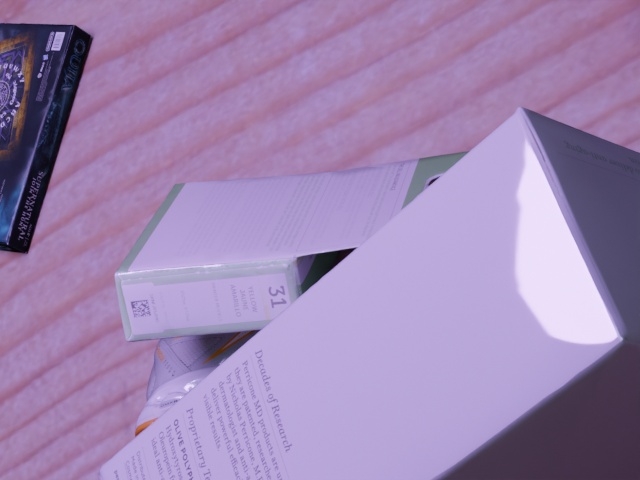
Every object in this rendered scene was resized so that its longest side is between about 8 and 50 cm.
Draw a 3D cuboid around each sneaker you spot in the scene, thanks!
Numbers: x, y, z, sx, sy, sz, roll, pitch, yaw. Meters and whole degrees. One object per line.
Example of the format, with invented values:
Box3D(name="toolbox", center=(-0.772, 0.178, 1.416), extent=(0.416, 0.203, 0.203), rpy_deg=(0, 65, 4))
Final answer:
Box3D(name="sneaker", center=(-0.007, 0.060, 1.225), extent=(0.262, 0.099, 0.121), rpy_deg=(-17, 49, 19))

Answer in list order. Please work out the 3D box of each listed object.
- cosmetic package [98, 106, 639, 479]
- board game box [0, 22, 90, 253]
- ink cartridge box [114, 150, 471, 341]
Box3D(name="cosmetic package", center=(0.070, 0.109, 1.041), extent=(0.365, 0.197, 0.155), rpy_deg=(-41, 53, 28))
Box3D(name="board game box", center=(-0.263, -0.086, 1.483), extent=(0.126, 0.026, 0.186), rpy_deg=(7, 75, 34))
Box3D(name="ink cartridge box", center=(0.000, 0.000, 1.202), extent=(0.235, 0.171, 0.056), rpy_deg=(-5, 110, 11))
